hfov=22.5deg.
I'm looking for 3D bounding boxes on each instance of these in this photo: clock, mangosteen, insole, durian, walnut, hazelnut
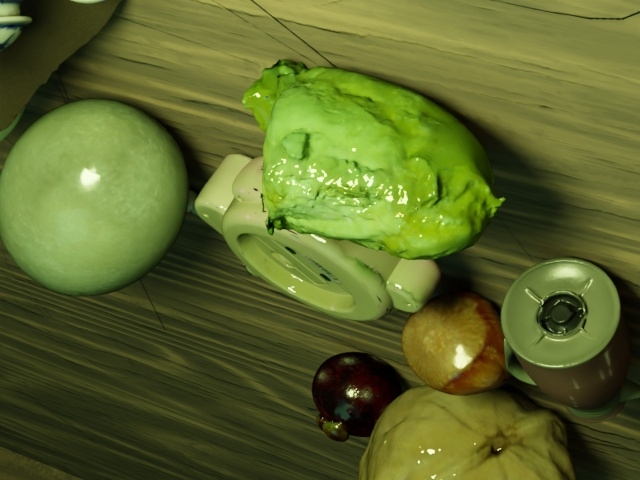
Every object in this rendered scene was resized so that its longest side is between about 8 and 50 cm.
[{"bbox_3d":[0.000,0.000,2.095,0.284,0.114,0.309,41,162,-21],"label":"clock"},{"bbox_3d":[0.052,0.250,2.520,0.152,0.152,0.152,24,155,12],"label":"mangosteen"},{"bbox_3d":[-0.343,-0.235,1.939,0.111,0.007,0.328,24,125,-34],"label":"insole"},{"bbox_3d":[0.047,-0.075,1.793,0.339,0.256,0.204,16,115,13],"label":"durian"},{"bbox_3d":[0.217,0.373,2.372,0.381,0.381,0.381,24,155,12],"label":"walnut"},{"bbox_3d":[0.190,0.143,2.168,0.150,0.150,0.150,24,155,12],"label":"hazelnut"}]

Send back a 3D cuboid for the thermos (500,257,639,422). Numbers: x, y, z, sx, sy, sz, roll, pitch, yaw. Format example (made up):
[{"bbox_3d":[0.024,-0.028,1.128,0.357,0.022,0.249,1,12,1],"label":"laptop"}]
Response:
[{"bbox_3d":[0.313,0.142,2.038,0.176,0.146,0.265,8,156,22],"label":"thermos"}]

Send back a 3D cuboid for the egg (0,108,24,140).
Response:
[{"bbox_3d":[-0.501,-0.255,2.040,0.230,0.230,0.371,16,153,27],"label":"egg"}]

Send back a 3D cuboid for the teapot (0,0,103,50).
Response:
[{"bbox_3d":[-0.410,-0.299,1.782,0.423,0.280,0.252,-10,-175,4],"label":"teapot"}]

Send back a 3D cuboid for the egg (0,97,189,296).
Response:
[{"bbox_3d":[-0.310,-0.056,2.187,0.258,0.258,0.352,31,159,-4],"label":"egg"}]

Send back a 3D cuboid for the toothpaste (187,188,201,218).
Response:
[{"bbox_3d":[-0.242,-0.087,2.331,0.190,0.031,0.048,29,158,7],"label":"toothpaste"}]
